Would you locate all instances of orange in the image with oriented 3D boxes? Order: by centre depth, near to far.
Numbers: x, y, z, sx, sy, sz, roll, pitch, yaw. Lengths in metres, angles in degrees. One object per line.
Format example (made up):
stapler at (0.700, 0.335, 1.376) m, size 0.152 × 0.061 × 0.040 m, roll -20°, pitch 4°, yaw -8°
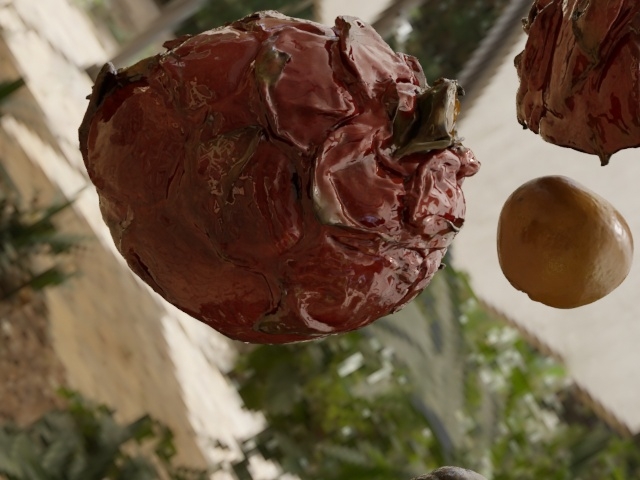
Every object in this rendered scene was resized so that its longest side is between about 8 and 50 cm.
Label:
orange at (0.262, 0.005, 1.866) m, size 0.159 × 0.136 × 0.159 m, roll 37°, pitch 2°, yaw -2°

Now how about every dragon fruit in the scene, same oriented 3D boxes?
dragon fruit at (-0.038, -0.052, 1.395) m, size 0.277 × 0.342 × 0.277 m, roll 27°, pitch 59°, yaw -58°
dragon fruit at (0.275, -0.237, 1.823) m, size 0.329 × 0.286 × 0.228 m, roll 0°, pitch -57°, yaw 54°

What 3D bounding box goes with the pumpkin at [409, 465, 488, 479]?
pumpkin at (0.180, 0.413, 2.418) m, size 0.219 × 0.219 × 0.162 m, roll 56°, pitch 9°, yaw -31°
